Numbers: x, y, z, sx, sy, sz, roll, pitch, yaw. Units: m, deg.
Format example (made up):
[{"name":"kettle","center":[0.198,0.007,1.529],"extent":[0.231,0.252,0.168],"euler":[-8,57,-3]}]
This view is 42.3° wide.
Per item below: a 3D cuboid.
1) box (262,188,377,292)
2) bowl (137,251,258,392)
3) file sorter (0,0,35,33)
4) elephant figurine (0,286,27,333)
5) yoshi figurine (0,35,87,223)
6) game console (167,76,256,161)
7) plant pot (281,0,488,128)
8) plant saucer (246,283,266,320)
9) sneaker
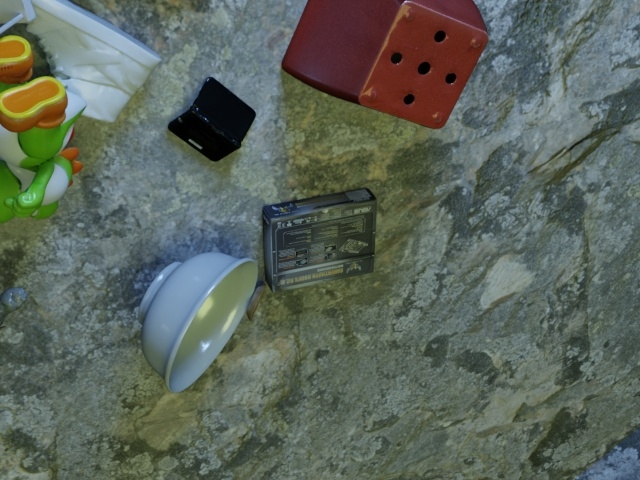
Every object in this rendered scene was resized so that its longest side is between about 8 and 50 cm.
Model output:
[{"name":"box","center":[0.000,0.000,1.700],"extent":[0.231,0.056,0.183],"euler":[-11,125,-16]},{"name":"bowl","center":[-0.255,0.133,1.592],"extent":[0.298,0.134,0.298],"euler":[-55,166,-20]},{"name":"file sorter","center":[-0.545,-0.391,1.092],"extent":[0.192,0.173,0.278],"euler":[3,128,17]},{"name":"elephant figurine","center":[-0.635,0.166,1.486],"extent":[0.239,0.186,0.169],"euler":[-57,166,-13]},{"name":"yoshi figurine","center":[-0.488,-0.130,1.279],"extent":[0.202,0.204,0.362],"euler":[14,148,-6]},{"name":"game console","center":[-0.196,-0.217,1.503],"extent":[0.107,0.071,0.122],"euler":[-26,134,34]},{"name":"plant pot","center":[0.130,-0.337,1.424],"extent":[0.267,0.236,0.267],"euler":[13,115,-29]},{"name":"plant saucer","center":[-0.136,0.126,1.719],"extent":[0.015,0.083,0.083],"euler":[24,113,1]},{"name":"sneaker","center":[-0.414,-0.291,1.302],"extent":[0.292,0.108,0.169],"euler":[28,104,-36]}]
